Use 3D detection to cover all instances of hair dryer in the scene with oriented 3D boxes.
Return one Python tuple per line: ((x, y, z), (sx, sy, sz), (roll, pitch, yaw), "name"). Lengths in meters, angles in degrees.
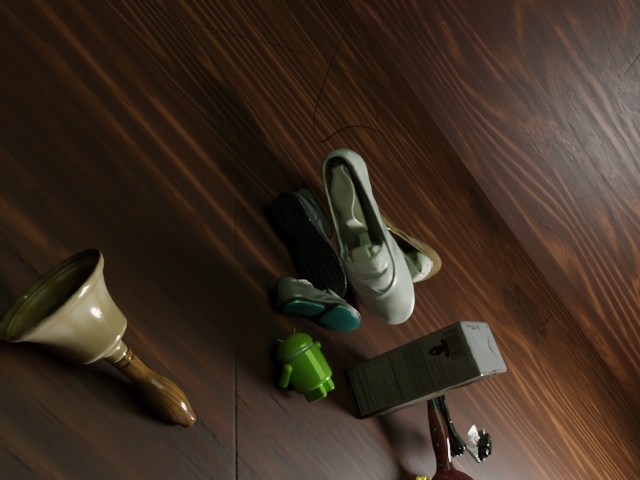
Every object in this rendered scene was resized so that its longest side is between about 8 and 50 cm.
((0.229, 0.419, 1.038), (0.224, 0.080, 0.293), (50, 36, -7), "hair dryer")

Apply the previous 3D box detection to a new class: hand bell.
((-0.220, 0.139, 0.609), (0.242, 0.126, 0.126), (57, 25, -29), "hand bell")

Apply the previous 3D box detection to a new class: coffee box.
((0.189, 0.237, 0.982), (0.141, 0.246, 0.098), (14, 52, -52), "coffee box")

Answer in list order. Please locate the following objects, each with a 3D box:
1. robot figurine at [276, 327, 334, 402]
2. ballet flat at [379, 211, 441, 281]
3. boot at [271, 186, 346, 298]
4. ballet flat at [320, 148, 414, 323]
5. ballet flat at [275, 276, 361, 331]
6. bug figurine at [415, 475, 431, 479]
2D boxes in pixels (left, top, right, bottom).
((-0.026, 0.199, 0.866), (0.101, 0.067, 0.115), (-28, 86, -54), "robot figurine")
((0.188, 0.031, 1.311), (0.342, 0.116, 0.124), (37, 19, -31), "ballet flat")
((0.000, 0.000, 1.103), (0.247, 0.083, 0.161), (64, 18, 1), "boot")
((0.082, -0.010, 1.139), (0.139, 0.139, 0.401), (-3, 73, -59), "ballet flat")
((0.000, 0.112, 0.993), (0.213, 0.072, 0.068), (26, 37, -44), "ballet flat")
((0.169, 0.526, 0.834), (0.216, 0.072, 0.279), (29, 49, -34), "bug figurine")
